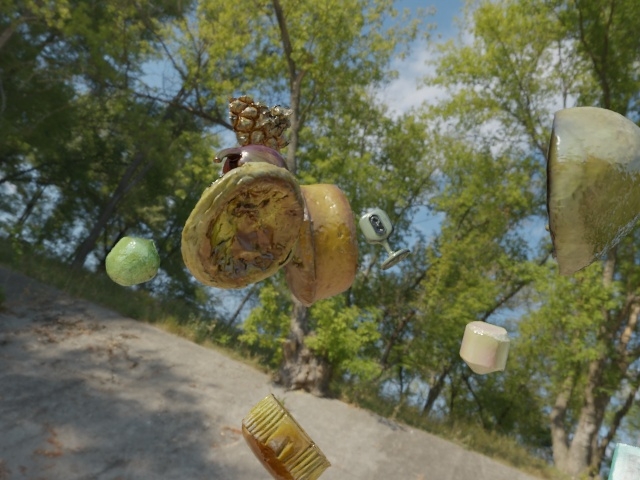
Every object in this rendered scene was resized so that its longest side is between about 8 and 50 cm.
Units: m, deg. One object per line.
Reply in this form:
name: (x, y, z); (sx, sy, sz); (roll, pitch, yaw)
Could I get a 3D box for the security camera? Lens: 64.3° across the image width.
security camera: (0.097, -0.005, 0.807); (0.092, 0.058, 0.058); (57, -15, 15)

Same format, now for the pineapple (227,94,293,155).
pineapple: (-0.146, -0.299, 1.457); (0.164, 0.139, 0.249); (-6, -32, 16)

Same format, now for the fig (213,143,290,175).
fig: (-0.172, -0.169, 1.220); (0.175, 0.175, 0.207); (1, -38, 45)

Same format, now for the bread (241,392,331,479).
bread: (-0.113, 0.619, 1.533); (0.288, 0.156, 0.204); (48, -12, 4)

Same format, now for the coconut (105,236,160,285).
coconut: (-0.318, 0.034, 0.871); (0.088, 0.096, 0.088); (30, -29, 18)

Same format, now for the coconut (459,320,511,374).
coconut: (0.503, 0.337, 1.566); (0.147, 0.152, 0.147); (8, 7, -1)

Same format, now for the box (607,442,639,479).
box: (0.310, 0.353, 0.520); (0.041, 0.229, 0.162); (2, -47, 42)

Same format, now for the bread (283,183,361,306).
bread: (0.000, 0.000, 1.302); (0.194, 0.340, 0.179); (-4, -3, -20)

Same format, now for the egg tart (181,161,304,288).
egg tart: (-0.163, -0.034, 1.053); (0.115, 0.290, 0.290); (34, -9, 42)

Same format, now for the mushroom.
mushroom: (0.507, -0.064, 0.927); (0.212, 0.217, 0.292); (4, -38, 16)
